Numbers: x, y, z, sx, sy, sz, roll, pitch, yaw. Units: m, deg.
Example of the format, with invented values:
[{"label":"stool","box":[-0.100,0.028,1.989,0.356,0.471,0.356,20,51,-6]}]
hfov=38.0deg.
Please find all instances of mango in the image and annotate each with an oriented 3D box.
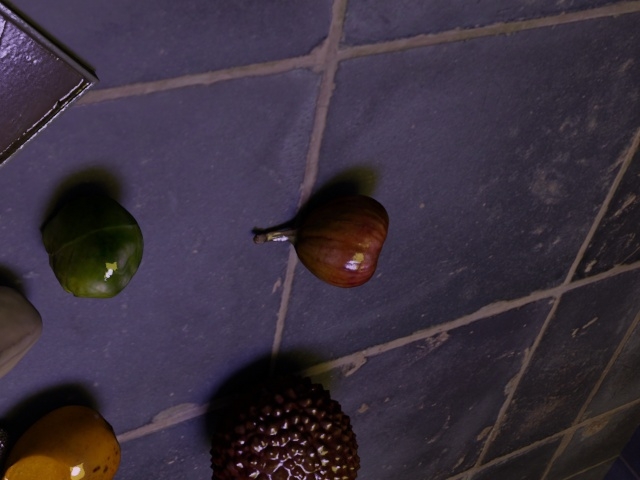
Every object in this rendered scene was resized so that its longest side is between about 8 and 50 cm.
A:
[{"label":"mango","box":[-0.450,0.398,1.579,0.290,0.160,0.191,-51,178,17]}]

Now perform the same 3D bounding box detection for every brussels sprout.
[{"label":"brussels sprout","box":[-0.309,0.013,1.284,0.117,0.155,0.155,-9,137,-33]}]

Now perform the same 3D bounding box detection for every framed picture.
[{"label":"framed picture","box":[-0.421,-0.156,1.105,0.265,0.018,0.192,-39,144,7]}]

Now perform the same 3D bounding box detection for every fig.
[{"label":"fig","box":[0.023,0.006,1.553,0.202,0.148,0.149,-8,119,28]}]

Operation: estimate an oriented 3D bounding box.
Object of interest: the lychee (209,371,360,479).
[{"label":"lychee","box":[-0.071,0.420,1.810,0.306,0.306,0.330,-32,141,-4]}]

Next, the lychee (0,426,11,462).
[{"label":"lychee","box":[-0.548,0.342,1.528,0.083,0.067,0.068,-47,-169,-13]}]

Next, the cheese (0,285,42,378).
[{"label":"cheese","box":[-0.553,0.201,1.301,0.328,0.130,0.351,-36,177,-38]}]
